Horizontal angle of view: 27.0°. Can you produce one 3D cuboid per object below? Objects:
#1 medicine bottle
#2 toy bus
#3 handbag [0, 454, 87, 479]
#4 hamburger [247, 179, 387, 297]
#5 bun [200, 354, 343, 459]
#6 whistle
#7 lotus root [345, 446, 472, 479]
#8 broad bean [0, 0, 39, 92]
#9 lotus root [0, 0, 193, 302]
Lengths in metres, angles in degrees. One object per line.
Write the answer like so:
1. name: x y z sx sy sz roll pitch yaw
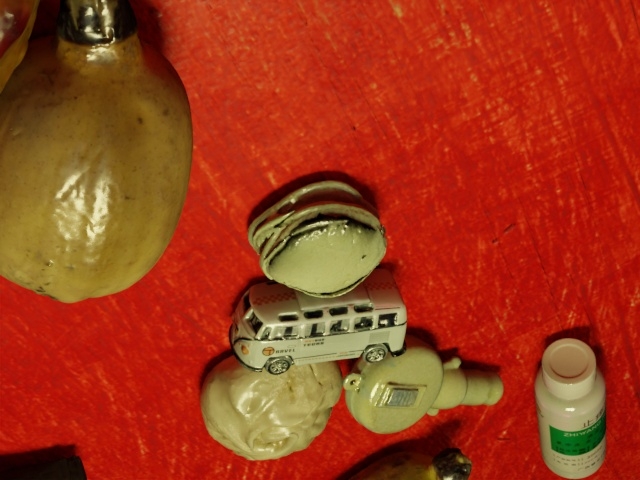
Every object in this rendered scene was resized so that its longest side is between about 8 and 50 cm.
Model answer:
1. medicine bottle: 0.330 0.222 1.760 0.095 0.095 0.260 -19 144 1
2. toy bus: -0.001 0.084 1.451 0.193 0.087 0.089 -6 135 -16
3. handbag: -0.403 0.344 1.618 0.223 0.080 0.247 -10 148 -25
4. hamburger: 0.000 0.000 1.359 0.133 0.062 0.140 -33 144 20
5. bun: -0.050 0.196 1.555 0.183 0.102 0.183 -14 145 -10
6. whistle: 0.126 0.179 1.625 0.258 0.067 0.126 8 113 -42
7. lotus root: 0.100 0.383 1.804 0.314 0.169 0.141 -42 150 28
8. broad bean: -0.281 -0.176 0.955 0.156 0.122 0.228 23 128 -12
9. lotus root: -0.192 -0.086 1.088 0.182 0.183 0.310 0 129 -23
